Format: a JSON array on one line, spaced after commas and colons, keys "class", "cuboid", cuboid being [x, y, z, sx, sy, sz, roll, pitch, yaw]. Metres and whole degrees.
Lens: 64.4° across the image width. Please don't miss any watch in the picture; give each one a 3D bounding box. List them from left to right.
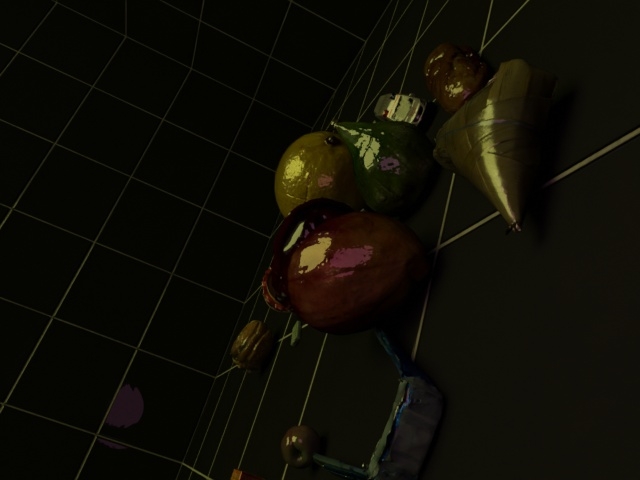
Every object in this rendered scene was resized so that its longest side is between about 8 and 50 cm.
[{"class": "watch", "cuboid": [0.070, 0.291, 0.772, 0.276, 0.068, 0.274, -66, 11, 2]}]

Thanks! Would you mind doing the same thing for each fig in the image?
[{"class": "fig", "cuboid": [0.066, 0.055, 0.920, 0.263, 0.224, 0.224, -42, 20, 22]}, {"class": "fig", "cuboid": [0.119, -0.179, 1.092, 0.203, 0.235, 0.203, -58, 11, 18]}]

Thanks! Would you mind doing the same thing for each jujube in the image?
[{"class": "jujube", "cuboid": [-0.004, 0.052, 1.196, 0.376, 0.258, 0.258, 101, -172, -69]}]

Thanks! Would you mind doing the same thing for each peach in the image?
[{"class": "peach", "cuboid": [-0.038, 0.406, 1.004, 0.083, 0.083, 0.083, -61, 12, 23]}]

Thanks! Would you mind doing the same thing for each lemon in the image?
[{"class": "lemon", "cuboid": [0.012, -0.153, 1.418, 0.297, 0.297, 0.297, -61, 12, 23]}]

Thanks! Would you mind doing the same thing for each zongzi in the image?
[{"class": "zongzi", "cuboid": [0.238, -0.098, 0.744, 0.228, 0.115, 0.256, 133, 148, -69]}]

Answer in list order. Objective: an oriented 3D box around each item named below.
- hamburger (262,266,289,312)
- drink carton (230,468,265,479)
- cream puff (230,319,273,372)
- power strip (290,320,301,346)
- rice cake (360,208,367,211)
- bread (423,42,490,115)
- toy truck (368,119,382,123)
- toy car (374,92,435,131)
[{"class": "hamburger", "cuboid": [-0.111, 0.165, 1.664, 0.137, 0.175, 0.175, 107, -179, -60]}, {"class": "drink carton", "cuboid": [-0.210, 0.687, 1.242, 0.096, 0.071, 0.223, -41, 27, 62]}, {"class": "cream puff", "cuboid": [-0.243, 0.391, 1.859, 0.189, 0.129, 0.189, -53, 13, 18]}, {"class": "power strip", "cuboid": [-0.075, 0.288, 1.576, 0.040, 0.016, 0.090, -59, 14, 27]}, {"class": "rice cake", "cuboid": [0.061, 0.014, 1.373, 0.063, 0.066, 0.336, -49, 2, -32]}, {"class": "bread", "cuboid": [0.279, -0.336, 1.058, 0.124, 0.084, 0.344, -60, 13, 30]}, {"class": "toy truck", "cuboid": [0.164, -0.304, 1.532, 0.116, 0.085, 0.191, -52, 13, 21]}, {"class": "toy car", "cuboid": [0.210, -0.330, 1.301, 0.089, 0.108, 0.209, -64, 12, 11]}]
